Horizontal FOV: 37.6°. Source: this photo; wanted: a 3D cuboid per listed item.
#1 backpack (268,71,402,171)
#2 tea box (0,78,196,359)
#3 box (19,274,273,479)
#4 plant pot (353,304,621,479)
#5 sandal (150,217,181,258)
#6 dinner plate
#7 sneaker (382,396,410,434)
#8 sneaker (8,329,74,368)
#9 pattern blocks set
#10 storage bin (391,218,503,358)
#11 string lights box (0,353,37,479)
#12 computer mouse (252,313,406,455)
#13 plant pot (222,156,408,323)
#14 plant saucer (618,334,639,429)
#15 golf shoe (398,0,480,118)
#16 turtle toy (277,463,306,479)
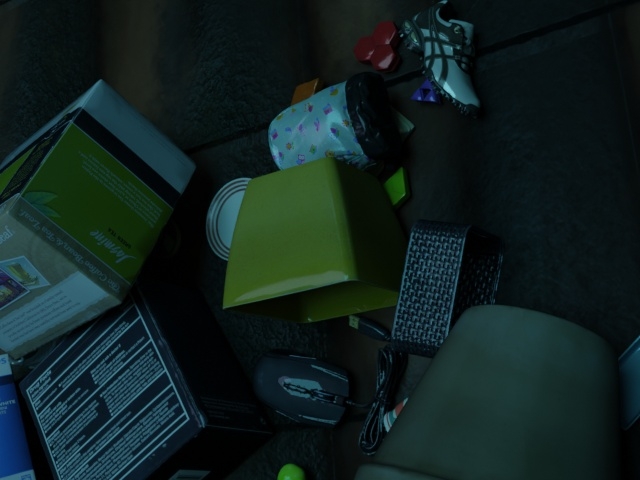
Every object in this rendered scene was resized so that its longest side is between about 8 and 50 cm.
[{"bbox_3d":[0.016,-0.159,1.391,0.182,0.115,0.151,-21,70,32],"label":"backpack"},{"bbox_3d":[-0.426,-0.028,1.522,0.329,0.220,0.323,-26,30,41],"label":"tea box"},{"bbox_3d":[-0.279,0.263,1.484,0.296,0.183,0.294,-42,58,17],"label":"box"},{"bbox_3d":[0.220,0.239,1.096,0.323,0.323,0.280,7,68,36],"label":"plant pot"},{"bbox_3d":[-0.287,-0.012,1.645,0.180,0.049,0.072,20,85,51],"label":"sandal"},{"bbox_3d":[-0.131,-0.034,1.557,0.141,0.017,0.141,-9,74,34],"label":"dinner plate"},{"bbox_3d":[0.150,0.278,1.263,0.075,0.057,0.161,-48,54,23],"label":"sneaker"},{"bbox_3d":[-0.500,0.130,1.701,0.086,0.132,0.228,20,91,36],"label":"sneaker"},{"bbox_3d":[0.046,-0.151,1.456,0.325,0.026,0.285,-39,60,21],"label":"pattern blocks set"},{"bbox_3d":[0.171,0.070,1.258,0.084,0.122,0.180,6,83,35],"label":"storage bin"},{"bbox_3d":[-0.568,0.352,1.690,0.133,0.077,0.259,110,143,-57],"label":"string lights box"},{"bbox_3d":[0.001,0.189,1.386,0.262,0.060,0.184,19,91,36],"label":"computer mouse"},{"bbox_3d":[0.000,0.000,1.330,0.212,0.212,0.187,-14,72,29],"label":"plant pot"},{"bbox_3d":[0.412,0.139,1.140,0.192,0.018,0.067,-52,56,15],"label":"plant saucer"},{"bbox_3d":[0.190,-0.267,1.354,0.094,0.077,0.198,-38,61,21],"label":"golf shoe"},{"bbox_3d":[-0.044,0.390,1.365,0.095,0.066,0.130,-13,71,32],"label":"turtle toy"}]
